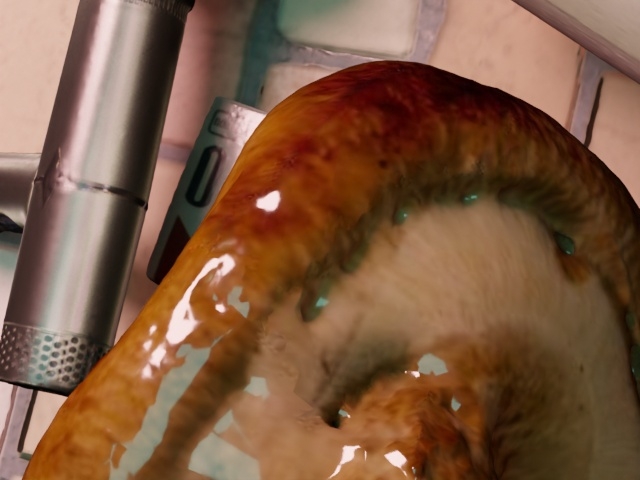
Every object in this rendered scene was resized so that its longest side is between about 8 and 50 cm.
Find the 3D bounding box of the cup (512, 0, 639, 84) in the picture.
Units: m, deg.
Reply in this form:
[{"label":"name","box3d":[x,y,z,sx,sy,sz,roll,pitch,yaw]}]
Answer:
[{"label":"cup","box3d":[0.219,-0.153,0.887,0.274,0.253,0.253,44,98,16]}]

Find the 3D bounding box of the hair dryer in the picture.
[{"label":"hair dryer","box3d":[-0.188,-0.095,1.074,0.284,0.156,0.320,18,85,27]}]

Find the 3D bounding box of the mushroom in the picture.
[{"label":"mushroom","box3d":[0.045,0.101,0.852,0.259,0.345,0.345,14,84,62]}]

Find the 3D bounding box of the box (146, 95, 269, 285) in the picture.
[{"label":"box","box3d":[0.000,0.000,1.048,0.177,0.036,0.115,21,88,24]}]
